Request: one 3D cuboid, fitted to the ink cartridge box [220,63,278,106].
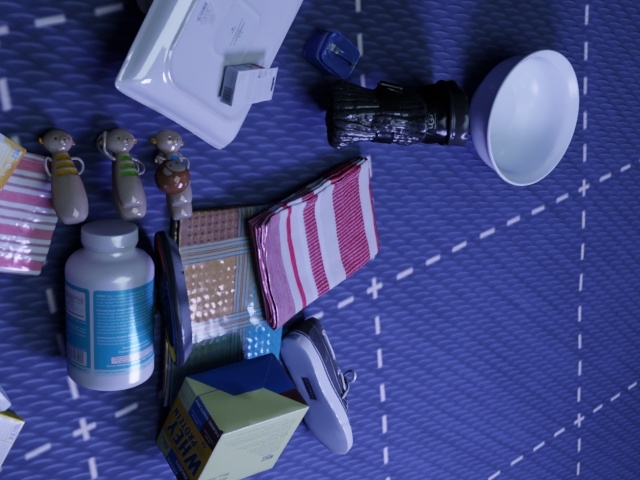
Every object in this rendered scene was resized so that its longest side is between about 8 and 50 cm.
[{"bbox_3d":[-0.120,-0.264,1.765,0.115,0.029,0.063,-21,131,-55],"label":"ink cartridge box"}]

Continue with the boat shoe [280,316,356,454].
[{"bbox_3d":[0.011,0.298,2.152,0.105,0.113,0.306,-41,116,-38],"label":"boat shoe"}]

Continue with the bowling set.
[{"bbox_3d":[-0.274,-0.126,1.660,0.287,0.199,0.154,-3,77,-49],"label":"bowling set"}]

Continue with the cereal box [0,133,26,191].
[{"bbox_3d":[-0.568,-0.122,1.491,0.240,0.047,0.173,34,82,-35],"label":"cereal box"}]

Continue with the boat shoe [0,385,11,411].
[{"bbox_3d":[-0.576,0.196,1.620,0.076,0.083,0.226,-39,117,-10],"label":"boat shoe"}]

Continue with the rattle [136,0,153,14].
[{"bbox_3d":[-0.234,-0.404,1.643,0.130,0.142,0.200,-28,119,-48],"label":"rattle"}]

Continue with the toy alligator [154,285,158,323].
[{"bbox_3d":[-0.312,0.087,1.819,0.056,0.051,0.190,-20,119,-35],"label":"toy alligator"}]

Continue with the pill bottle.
[{"bbox_3d":[-0.347,0.103,1.728,0.146,0.146,0.264,-11,114,-38],"label":"pill bottle"}]

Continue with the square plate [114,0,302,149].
[{"bbox_3d":[-0.156,-0.344,1.719,0.347,0.049,0.344,-64,154,-1],"label":"square plate"}]

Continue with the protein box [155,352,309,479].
[{"bbox_3d":[-0.166,0.340,1.936,0.199,0.136,0.201,-11,143,-39],"label":"protein box"}]

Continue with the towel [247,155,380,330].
[{"bbox_3d":[0.000,0.000,2.044,0.329,0.037,0.237,-34,127,-38],"label":"towel"}]

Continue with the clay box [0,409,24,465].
[{"bbox_3d":[-0.596,0.304,1.650,0.222,0.053,0.127,32,84,-43],"label":"clay box"}]

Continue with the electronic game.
[{"bbox_3d":[-0.253,0.097,1.755,0.048,0.229,0.229,-8,114,-13],"label":"electronic game"}]

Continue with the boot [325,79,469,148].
[{"bbox_3d":[0.139,-0.246,2.022,0.260,0.348,0.131,-1,96,1],"label":"boot"}]

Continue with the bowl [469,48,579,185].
[{"bbox_3d":[0.418,-0.276,2.271,0.297,0.134,0.298,-16,116,-37],"label":"bowl"}]

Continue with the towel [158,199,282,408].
[{"bbox_3d":[-0.175,0.114,1.964,0.271,0.040,0.370,-8,109,-41],"label":"towel"}]

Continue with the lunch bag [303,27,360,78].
[{"bbox_3d":[0.026,-0.344,1.943,0.098,0.065,0.067,30,85,-43],"label":"lunch bag"}]

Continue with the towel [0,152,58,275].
[{"bbox_3d":[-0.479,-0.043,1.640,0.144,0.029,0.197,12,98,-46],"label":"towel"}]
